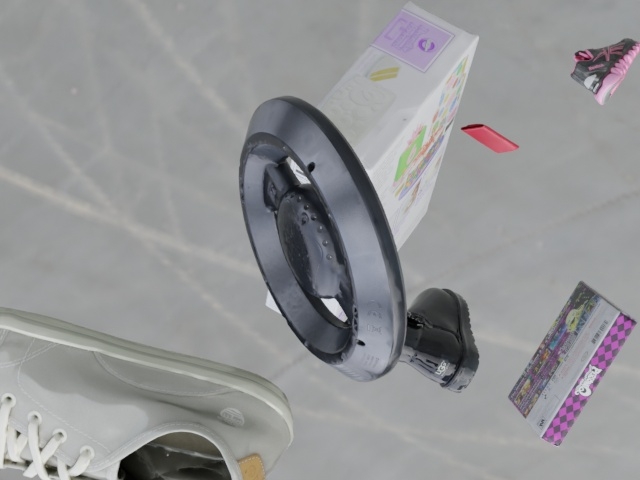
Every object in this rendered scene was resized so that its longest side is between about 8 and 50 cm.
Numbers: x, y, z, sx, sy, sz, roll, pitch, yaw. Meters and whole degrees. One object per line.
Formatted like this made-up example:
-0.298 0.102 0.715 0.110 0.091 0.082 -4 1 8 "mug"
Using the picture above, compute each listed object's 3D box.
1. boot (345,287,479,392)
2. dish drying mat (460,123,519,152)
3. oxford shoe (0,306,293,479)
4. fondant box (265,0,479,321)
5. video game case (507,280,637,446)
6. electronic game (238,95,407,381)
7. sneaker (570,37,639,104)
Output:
0.098 0.097 2.079 0.207 0.094 0.246 27 -162 -15 "boot"
0.196 -0.119 1.774 0.032 0.008 0.083 -5 161 36 "dish drying mat"
-0.251 0.167 1.460 0.450 0.130 0.169 12 139 0 "oxford shoe"
0.053 -0.072 1.730 0.096 0.238 0.330 31 146 12 "fondant box"
0.393 0.190 2.420 0.042 0.232 0.210 30 -174 -12 "video game case"
0.000 0.000 1.176 0.048 0.229 0.229 -20 167 -22 "electronic game"
0.293 -0.186 1.591 0.057 0.119 0.047 30 126 11 "sneaker"
